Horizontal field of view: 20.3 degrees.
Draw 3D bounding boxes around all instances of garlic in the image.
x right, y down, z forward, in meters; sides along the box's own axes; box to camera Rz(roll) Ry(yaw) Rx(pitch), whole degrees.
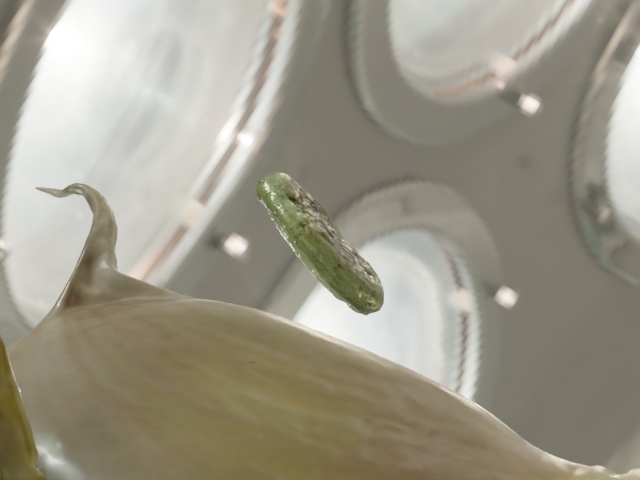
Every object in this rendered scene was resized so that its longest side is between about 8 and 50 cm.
[{"bbox_3d":[-0.048,0.072,0.558,0.148,0.266,0.128,-16,-46,-54],"label":"garlic"}]

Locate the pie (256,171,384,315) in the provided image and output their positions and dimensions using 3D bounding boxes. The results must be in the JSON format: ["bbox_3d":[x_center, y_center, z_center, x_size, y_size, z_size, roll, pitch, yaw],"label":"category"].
[{"bbox_3d":[0.000,0.000,0.858,0.017,0.085,0.085,-40,-29,9],"label":"pie"}]

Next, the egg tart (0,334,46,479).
[{"bbox_3d":[-0.162,0.090,0.427,0.241,0.241,0.106,-54,-29,-3],"label":"egg tart"}]
